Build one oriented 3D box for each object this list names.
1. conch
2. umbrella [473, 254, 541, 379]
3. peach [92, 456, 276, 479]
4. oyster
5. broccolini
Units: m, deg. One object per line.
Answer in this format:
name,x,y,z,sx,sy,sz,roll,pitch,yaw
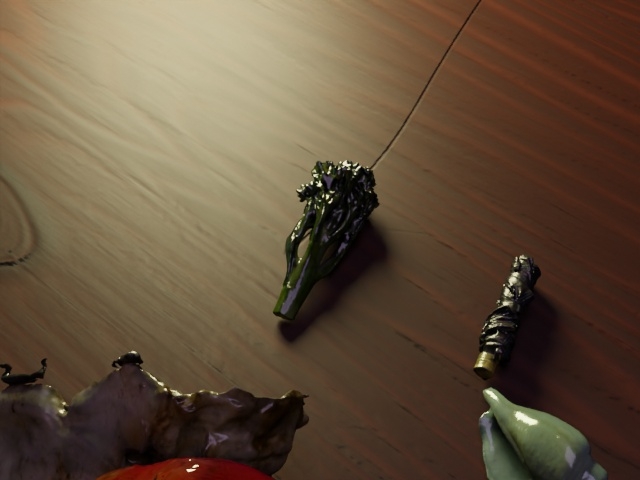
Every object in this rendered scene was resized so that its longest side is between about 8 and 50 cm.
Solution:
conch,0.203,0.203,0.899,0.180,0.088,0.065,38,18,36
umbrella,0.187,0.076,1.010,0.037,0.040,0.144,23,56,9
peach,-0.108,0.368,0.650,0.339,0.353,0.417,-13,93,0
oyster,-0.175,0.171,0.855,0.336,0.198,0.133,-5,56,9
broccolini,0.004,-0.007,1.071,0.091,0.068,0.203,23,54,-4
